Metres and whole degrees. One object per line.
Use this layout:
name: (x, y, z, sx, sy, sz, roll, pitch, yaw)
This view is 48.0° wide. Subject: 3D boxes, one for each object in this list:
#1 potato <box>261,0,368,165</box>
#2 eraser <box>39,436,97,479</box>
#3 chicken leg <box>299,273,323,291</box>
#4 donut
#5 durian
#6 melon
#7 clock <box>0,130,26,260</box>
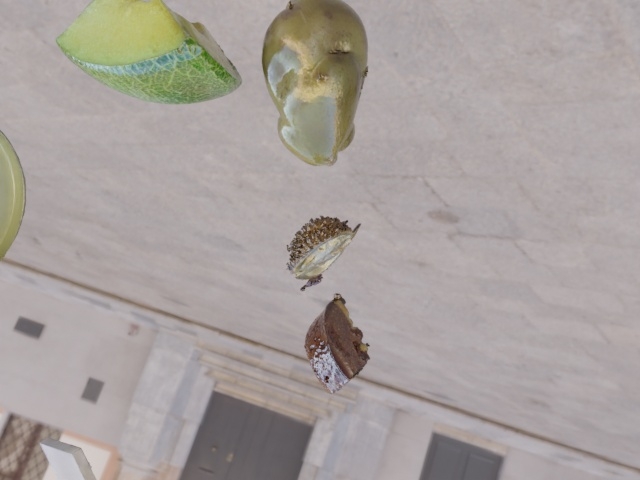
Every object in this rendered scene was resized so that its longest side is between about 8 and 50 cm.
potato: (-0.010, -0.325, 1.469, 0.202, 0.351, 0.218, 1, -165, 38)
eraser: (-0.486, 0.441, 1.400, 0.150, 0.023, 0.103, -4, 112, 46)
chicken leg: (-0.023, 0.113, 1.969, 0.083, 0.036, 0.021, -29, 124, 37)
donut: (0.025, 0.237, 1.623, 0.126, 0.186, 0.144, -46, 163, 32)
durian: (0.000, 0.000, 1.515, 0.091, 0.188, 0.148, 58, 168, 27)
melon: (-0.295, -0.371, 1.445, 0.331, 0.226, 0.343, -2, 168, 26)
clock: (-0.454, -0.044, 0.853, 0.029, 0.235, 0.235, 15, 163, 28)
